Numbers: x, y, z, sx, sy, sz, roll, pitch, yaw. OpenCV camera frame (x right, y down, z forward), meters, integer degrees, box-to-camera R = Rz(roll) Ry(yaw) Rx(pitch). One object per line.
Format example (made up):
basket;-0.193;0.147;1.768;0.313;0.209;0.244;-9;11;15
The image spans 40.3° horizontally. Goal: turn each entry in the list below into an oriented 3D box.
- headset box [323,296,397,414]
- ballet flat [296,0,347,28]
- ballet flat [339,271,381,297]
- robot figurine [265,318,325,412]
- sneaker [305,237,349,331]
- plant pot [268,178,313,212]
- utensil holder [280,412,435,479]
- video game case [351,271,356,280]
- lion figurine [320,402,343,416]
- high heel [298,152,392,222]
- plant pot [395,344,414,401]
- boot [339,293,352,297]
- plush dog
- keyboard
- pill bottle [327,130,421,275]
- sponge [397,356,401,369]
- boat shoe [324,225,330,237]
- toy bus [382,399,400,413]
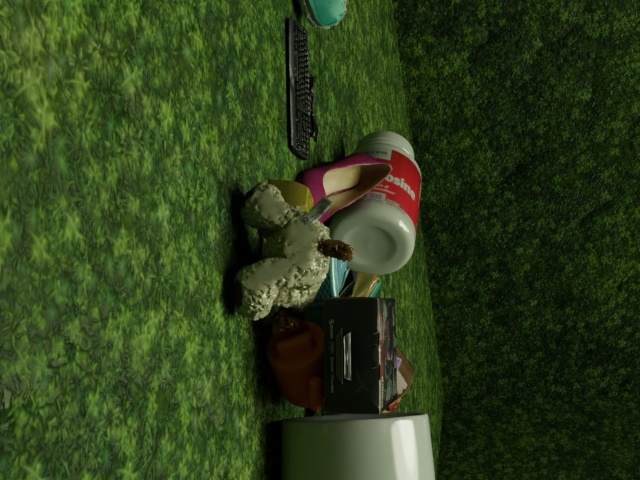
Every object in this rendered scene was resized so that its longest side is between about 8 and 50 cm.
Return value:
headset box;0.080;0.219;1.706;0.293;0.110;0.218;16;72;-78
ballet flat;-0.037;-0.677;1.988;0.147;0.147;0.408;-78;163;-46
ballet flat;0.058;0.174;1.991;0.232;0.073;0.080;-60;168;-20
robot figurine;-0.035;0.250;1.741;0.128;0.158;0.219;-49;142;-29
sneaker;0.004;0.138;1.934;0.208;0.127;0.318;8;85;-79
plant pot;-0.060;-0.074;1.795;0.081;0.083;0.081;67;24;-56
utensil holder;0.079;0.545;1.741;0.327;0.328;0.385;32;54;-73
video game case;0.107;0.117;2.428;0.183;0.023;0.201;70;4;-48
lion figurine;0.067;0.554;1.984;0.240;0.142;0.392;23;78;-27
high heel;0.056;-0.127;2.066;0.377;0.182;0.127;-66;150;-61
plant pot;0.083;0.267;2.112;0.230;0.215;0.215;63;23;-22
boot;0.066;0.223;2.242;0.213;0.077;0.165;50;39;-79
plush dog;-0.050;0.044;1.624;0.225;0.211;0.262;98;-5;-68
keyboard;-0.038;-0.345;2.048;0.201;0.033;0.317;21;68;-75
pill bottle;0.155;-0.116;2.364;0.407;0.229;0.229;-77;159;-49
sponge;0.090;0.291;1.957;0.210;0.031;0.117;27;91;-44
boat shoe;0.000;0.000;2.100;0.137;0.049;0.043;65;28;-67
toy bus;0.116;0.460;2.338;0.104;0.191;0.202;46;4;16
